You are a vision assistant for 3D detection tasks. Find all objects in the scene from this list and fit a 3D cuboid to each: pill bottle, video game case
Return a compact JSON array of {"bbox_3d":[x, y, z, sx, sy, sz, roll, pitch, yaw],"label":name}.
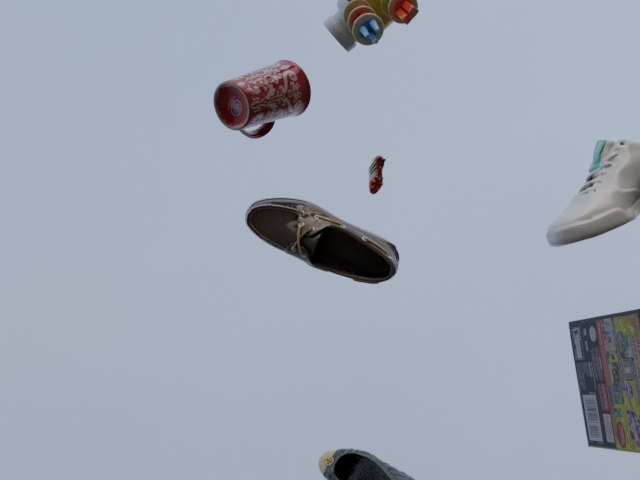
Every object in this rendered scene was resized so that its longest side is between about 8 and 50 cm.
[{"bbox_3d":[0.097,-0.439,1.229,0.184,0.103,0.103,-40,-53,15],"label":"pill bottle"},{"bbox_3d":[0.608,0.288,1.353,0.035,0.248,0.274,-2,-102,-12],"label":"video game case"}]

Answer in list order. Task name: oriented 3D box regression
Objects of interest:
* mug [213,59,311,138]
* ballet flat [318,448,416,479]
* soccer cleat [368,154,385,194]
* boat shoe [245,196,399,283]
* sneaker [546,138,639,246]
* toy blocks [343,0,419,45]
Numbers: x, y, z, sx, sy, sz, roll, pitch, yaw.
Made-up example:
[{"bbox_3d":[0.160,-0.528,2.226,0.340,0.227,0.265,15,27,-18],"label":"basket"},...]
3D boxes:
[{"bbox_3d":[-0.111,-0.257,1.270,0.169,0.113,0.150,-31,-52,-47],"label":"mug"},{"bbox_3d":[0.057,0.293,0.830,0.049,0.173,0.057,40,-114,-35],"label":"ballet flat"},{"bbox_3d":[0.108,-0.130,1.326,0.029,0.036,0.083,18,-105,-30],"label":"soccer cleat"},{"bbox_3d":[0.000,0.000,1.307,0.325,0.096,0.116,22,-78,1],"label":"boat shoe"},{"bbox_3d":[0.325,-0.066,0.746,0.212,0.080,0.094,-27,-90,-20],"label":"sneaker"},{"bbox_3d":[0.108,-0.369,1.102,0.123,0.148,0.054,-17,-57,2],"label":"toy blocks"}]
